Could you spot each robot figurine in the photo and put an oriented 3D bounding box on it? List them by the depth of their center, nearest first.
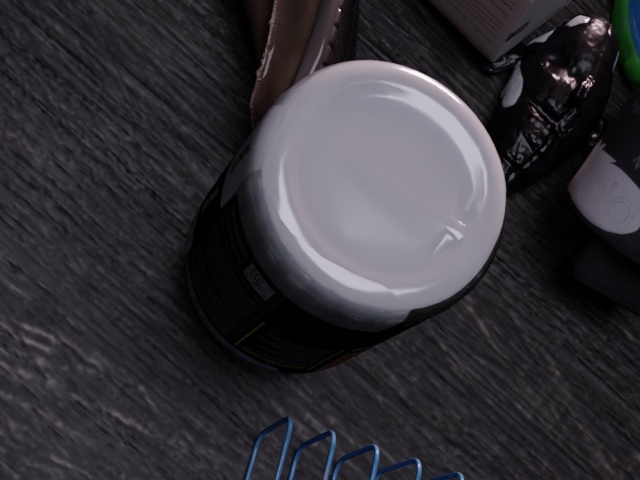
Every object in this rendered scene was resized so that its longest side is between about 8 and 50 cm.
[{"bbox_3d":[0.353,-0.064,1.090,0.173,0.278,0.209,11,28,-45],"label":"robot figurine"}]

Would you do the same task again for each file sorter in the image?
[{"bbox_3d":[0.020,0.229,0.969,0.170,0.118,0.105,20,66,-12],"label":"file sorter"}]

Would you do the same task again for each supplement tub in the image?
[{"bbox_3d":[0.000,0.000,0.915,0.193,0.316,0.194,5,73,-18],"label":"supplement tub"}]

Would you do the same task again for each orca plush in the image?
[{"bbox_3d":[0.223,-0.142,1.144,0.287,0.102,0.151,-34,87,-23],"label":"orca plush"}]

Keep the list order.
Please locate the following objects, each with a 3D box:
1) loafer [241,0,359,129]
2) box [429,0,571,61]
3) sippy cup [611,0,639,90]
[{"bbox_3d":[-0.028,-0.244,1.092,0.130,0.134,0.366,5,62,8],"label":"loafer"},{"bbox_3d":[0.189,-0.316,1.159,0.181,0.119,0.182,-40,81,-24],"label":"box"},{"bbox_3d":[0.462,-0.250,1.188,0.305,0.224,0.240,2,74,-17],"label":"sippy cup"}]
